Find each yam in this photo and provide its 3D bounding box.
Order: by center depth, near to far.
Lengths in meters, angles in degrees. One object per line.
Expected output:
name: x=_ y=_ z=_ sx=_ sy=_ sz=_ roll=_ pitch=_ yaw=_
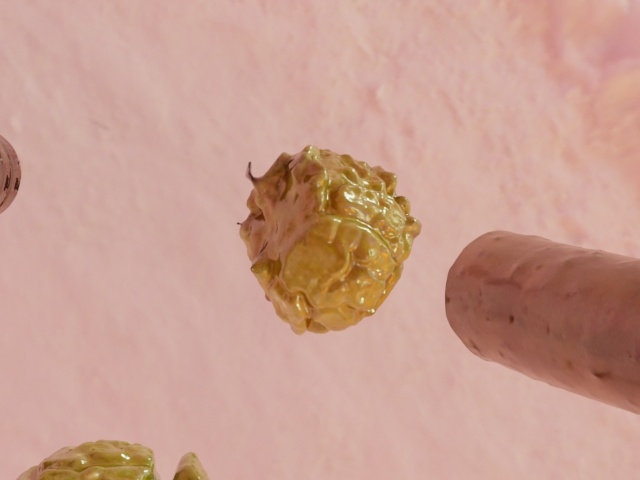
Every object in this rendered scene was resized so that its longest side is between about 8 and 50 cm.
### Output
yam: x=0.125 y=0.043 z=0.277 sx=0.045 sy=0.327 sz=0.045 roll=-33 pitch=111 yaw=-17

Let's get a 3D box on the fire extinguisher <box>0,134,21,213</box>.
fire extinguisher: x=-0.279 y=-0.053 z=0.852 sx=0.072 sy=0.268 sz=0.089 roll=-42 pitch=86 yaw=7

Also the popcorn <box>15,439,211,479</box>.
popcorn: x=-0.226 y=0.347 z=1.363 sx=0.282 sy=0.282 sz=0.247 roll=7 pitch=39 yaw=-19

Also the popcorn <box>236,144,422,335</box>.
popcorn: x=-0.002 y=-0.007 z=1.675 sx=0.225 sy=0.249 sz=0.249 roll=35 pitch=62 yaw=-26
